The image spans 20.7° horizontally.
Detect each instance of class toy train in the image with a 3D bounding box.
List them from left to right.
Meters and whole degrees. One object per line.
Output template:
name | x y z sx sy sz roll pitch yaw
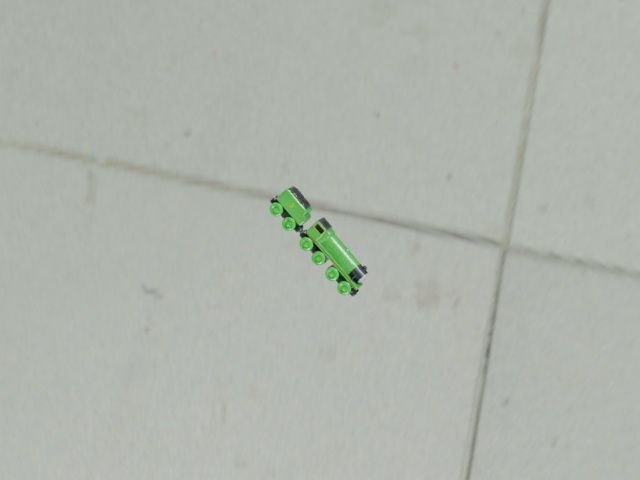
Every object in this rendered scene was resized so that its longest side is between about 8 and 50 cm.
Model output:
toy train | 0.000 0.000 1.122 0.024 0.017 0.083 -43 87 22
